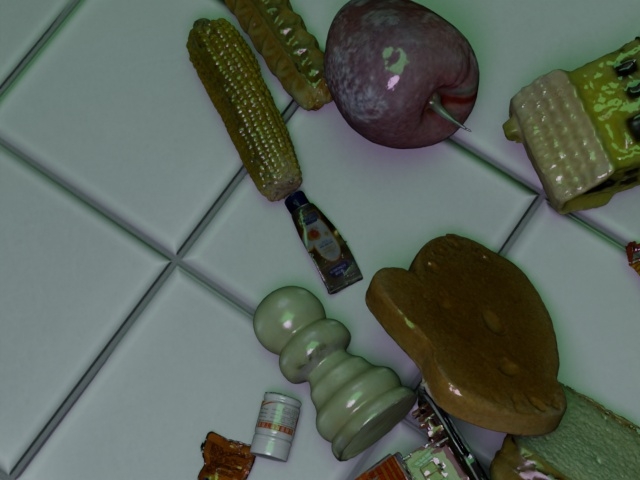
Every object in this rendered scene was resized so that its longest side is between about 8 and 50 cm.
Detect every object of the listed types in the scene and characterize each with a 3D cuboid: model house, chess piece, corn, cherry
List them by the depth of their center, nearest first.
[{"bbox_3d":[0.155,0.360,1.594,0.154,0.207,0.294,-31,73,-4],"label":"model house"},{"bbox_3d":[0.003,0.170,1.699,0.144,0.144,0.251,-38,70,-9],"label":"chess piece"},{"bbox_3d":[0.120,-0.242,1.773,0.213,0.236,0.285,-43,64,4],"label":"cherry"},{"bbox_3d":[0.403,-0.154,1.782,0.234,0.175,0.193,-24,73,5],"label":"model house"},{"bbox_3d":[-0.117,-0.209,1.846,0.097,0.097,0.320,-24,74,-5],"label":"corn"}]

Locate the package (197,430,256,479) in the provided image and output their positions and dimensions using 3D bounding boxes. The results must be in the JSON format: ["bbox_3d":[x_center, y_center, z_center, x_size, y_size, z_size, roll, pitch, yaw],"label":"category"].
[{"bbox_3d":[-0.142,0.328,1.702,0.077,0.033,0.111,16,69,17],"label":"package"}]

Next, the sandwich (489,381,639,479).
[{"bbox_3d":[0.365,0.311,1.615,0.251,0.226,0.087,29,119,12],"label":"sandwich"}]

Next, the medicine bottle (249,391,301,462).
[{"bbox_3d":[-0.063,0.264,1.707,0.057,0.057,0.089,13,74,6],"label":"medicine bottle"}]

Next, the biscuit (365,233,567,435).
[{"bbox_3d":[0.193,0.120,1.644,0.287,0.057,0.344,16,38,-18],"label":"biscuit"}]

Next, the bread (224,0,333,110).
[{"bbox_3d":[-0.087,-0.358,1.900,0.077,0.084,0.367,-16,67,-49],"label":"bread"}]

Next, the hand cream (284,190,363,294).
[{"bbox_3d":[0.000,0.000,1.802,0.062,0.039,0.163,-26,75,-23],"label":"hand cream"}]

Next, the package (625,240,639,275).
[{"bbox_3d":[0.580,0.107,1.713,0.223,0.108,0.288,-14,65,3],"label":"package"}]
